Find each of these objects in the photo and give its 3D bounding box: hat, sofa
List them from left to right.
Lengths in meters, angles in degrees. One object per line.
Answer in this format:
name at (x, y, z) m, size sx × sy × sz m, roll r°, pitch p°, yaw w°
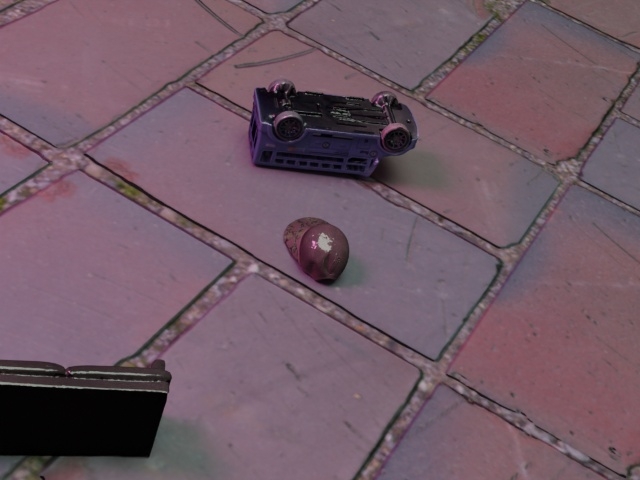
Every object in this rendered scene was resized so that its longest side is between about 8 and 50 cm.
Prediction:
sofa at (-0.184, 0.104, 0.766) m, size 0.147 × 0.085 × 0.060 m, roll 5°, pitch 44°, yaw -17°
hat at (0.000, -0.003, 1.005) m, size 0.058 × 0.042 × 0.087 m, roll 9°, pitch 39°, yaw -14°

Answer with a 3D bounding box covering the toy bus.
toy bus at (0.012, -0.111, 1.114) m, size 0.167 × 0.076 × 0.073 m, roll 5°, pitch 39°, yaw -14°
